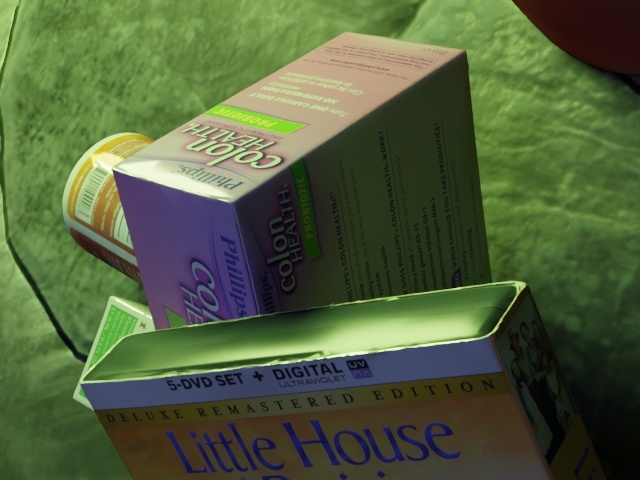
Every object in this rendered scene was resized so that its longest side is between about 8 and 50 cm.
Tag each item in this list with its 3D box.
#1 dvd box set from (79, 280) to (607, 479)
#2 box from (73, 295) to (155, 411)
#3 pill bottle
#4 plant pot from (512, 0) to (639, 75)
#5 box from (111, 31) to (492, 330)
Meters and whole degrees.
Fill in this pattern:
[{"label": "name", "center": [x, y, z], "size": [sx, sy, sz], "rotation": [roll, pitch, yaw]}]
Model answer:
[{"label": "dvd box set", "center": [0.060, 0.231, 0.823], "size": [0.307, 0.062, 0.420], "rotation": [-9, 116, 35]}, {"label": "box", "center": [-0.142, 0.115, 1.140], "size": [0.087, 0.102, 0.101], "rotation": [23, 93, 36]}, {"label": "pill bottle", "center": [-0.118, -0.007, 1.137], "size": [0.216, 0.121, 0.121], "rotation": [28, 97, 38]}, {"label": "plant pot", "center": [0.194, -0.272, 0.877], "size": [0.275, 0.243, 0.275], "rotation": [-9, 74, 35]}, {"label": "box", "center": [0.000, 0.000, 0.919], "size": [0.117, 0.243, 0.213], "rotation": [16, 129, 38]}]
